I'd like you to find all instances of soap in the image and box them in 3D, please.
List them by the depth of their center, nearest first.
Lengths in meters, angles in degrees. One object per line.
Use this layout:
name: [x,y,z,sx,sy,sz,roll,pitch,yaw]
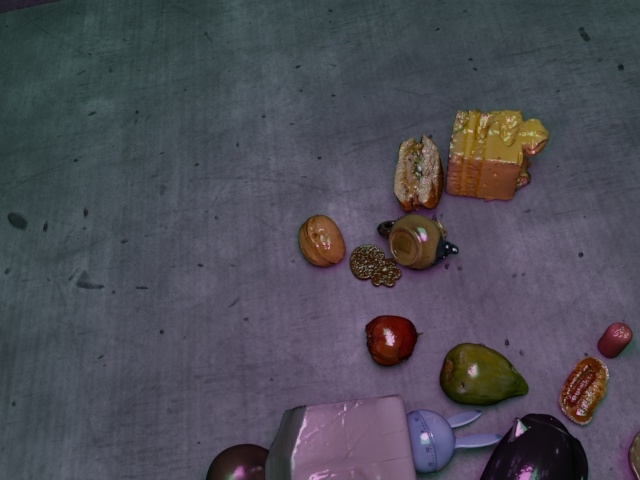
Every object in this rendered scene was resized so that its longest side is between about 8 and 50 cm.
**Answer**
soap: [0.051,0.606,1.293,0.351,0.213,0.434,1,70,-16]

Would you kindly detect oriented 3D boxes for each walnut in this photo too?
walnut: [0.000,0.000,1.726,0.144,0.144,0.180,-17,71,1]

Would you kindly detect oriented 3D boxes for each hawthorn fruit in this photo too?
hawthorn fruit: [0.214,0.284,1.553,0.172,0.148,0.148,-5,62,-13]

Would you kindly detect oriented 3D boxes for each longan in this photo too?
longan: [-0.201,0.630,1.407,0.197,0.220,0.196,-9,75,36]

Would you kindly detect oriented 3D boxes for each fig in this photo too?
fig: [0.442,0.367,1.459,0.234,0.167,0.167,7,65,20]

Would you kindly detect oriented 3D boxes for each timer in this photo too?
timer: [0.318,0.532,1.423,0.256,0.175,0.175,11,63,-17]

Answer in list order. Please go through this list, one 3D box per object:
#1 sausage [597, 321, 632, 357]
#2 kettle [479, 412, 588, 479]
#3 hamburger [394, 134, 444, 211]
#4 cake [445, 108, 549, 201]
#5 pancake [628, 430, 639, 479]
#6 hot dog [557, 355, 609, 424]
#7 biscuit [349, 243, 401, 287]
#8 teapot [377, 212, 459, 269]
sausage: [0.789,0.268,1.451,0.062,0.154,0.062,-6,59,9]
kettle: [0.541,0.582,1.331,0.268,0.207,0.290,35,68,-15]
hamburger: [0.332,-0.205,1.760,0.144,0.156,0.282,-6,56,28]
cake: [0.554,-0.272,1.713,0.286,0.227,0.222,9,65,13]
pancake: [0.894,0.576,1.314,0.295,0.049,0.294,2,57,-4]
hot dog: [0.711,0.400,1.456,0.099,0.053,0.192,30,75,17]
biscuit: [0.171,0.084,1.715,0.175,0.026,0.124,35,75,23]
teapot: [0.304,-0.009,1.680,0.183,0.173,0.270,-19,33,-37]
